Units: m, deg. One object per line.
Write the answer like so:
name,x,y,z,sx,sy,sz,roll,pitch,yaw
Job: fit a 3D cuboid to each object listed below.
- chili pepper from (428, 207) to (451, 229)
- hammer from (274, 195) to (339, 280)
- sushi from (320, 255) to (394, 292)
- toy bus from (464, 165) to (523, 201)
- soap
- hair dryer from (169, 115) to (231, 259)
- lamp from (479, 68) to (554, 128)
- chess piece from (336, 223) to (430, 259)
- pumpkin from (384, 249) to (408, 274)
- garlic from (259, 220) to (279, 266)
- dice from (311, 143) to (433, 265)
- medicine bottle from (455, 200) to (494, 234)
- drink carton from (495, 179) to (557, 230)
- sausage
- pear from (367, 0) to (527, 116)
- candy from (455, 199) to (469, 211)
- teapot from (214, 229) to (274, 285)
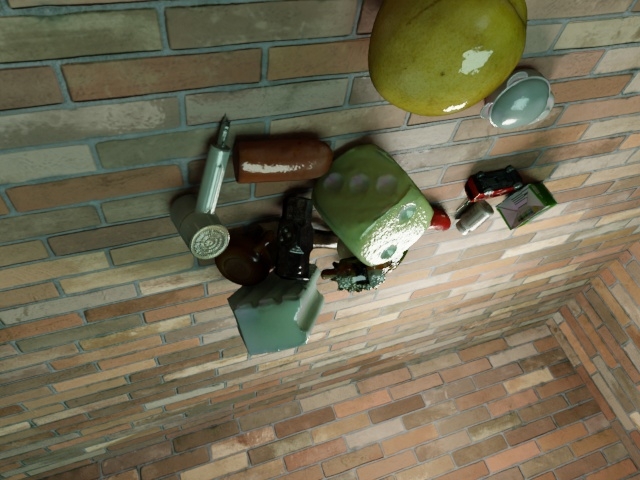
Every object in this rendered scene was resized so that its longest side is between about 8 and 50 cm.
chili pepper,0.371,-0.065,1.819,0.368,0.092,0.137,7,154,-35
hammer,0.000,0.000,1.609,0.095,0.243,0.408,3,179,29
sushi,0.113,0.103,1.527,0.225,0.103,0.097,-6,152,5
toy bus,0.612,-0.194,1.780,0.195,0.081,0.089,-13,158,-16
soap,-0.134,0.198,1.594,0.261,0.156,0.446,-13,-170,10
hair dryer,-0.273,-0.146,1.251,0.107,0.173,0.357,-1,124,-39
lamp,0.573,-0.385,1.430,0.246,0.108,0.179,4,145,-37
chess piece,0.187,-0.029,1.610,0.299,0.167,0.167,-35,151,-9
pumpkin,0.223,0.055,1.862,0.278,0.111,0.163,-18,156,-9
garlic,-0.131,0.039,1.653,0.128,0.148,0.267,-45,165,-44
dice,0.142,-0.098,1.418,0.249,0.252,0.254,-41,148,6
medicine bottle,0.584,-0.087,1.925,0.079,0.079,0.140,5,139,-38
drink carton,0.770,-0.133,1.880,0.161,0.108,0.271,-39,165,30
sausage,-0.091,-0.202,1.282,0.259,0.114,0.114,-7,146,-23
pear,0.251,-0.402,1.013,0.314,0.314,0.314,-16,149,-10
candy,0.543,-0.139,1.872,0.035,0.035,0.123,6,147,-34
teapot,-0.221,0.037,1.556,0.178,0.135,0.252,38,126,-19
